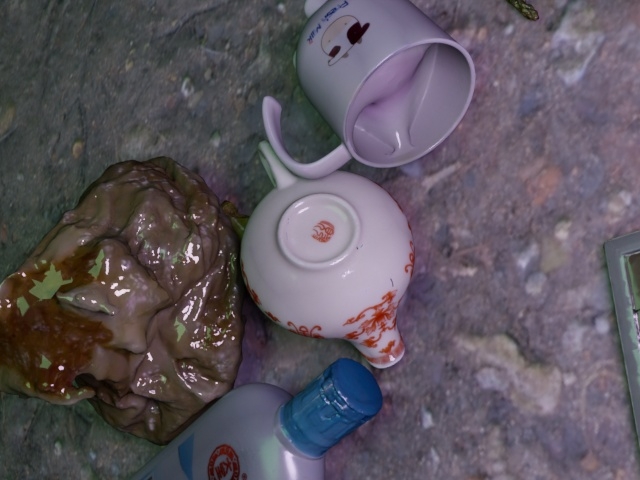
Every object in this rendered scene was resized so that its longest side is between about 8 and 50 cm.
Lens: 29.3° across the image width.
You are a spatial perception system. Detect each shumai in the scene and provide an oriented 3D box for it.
[{"bbox_3d":[-0.242,0.050,1.258,0.267,0.262,0.314,-25,65,46],"label":"shumai"}]

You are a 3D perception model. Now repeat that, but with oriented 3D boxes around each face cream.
[{"bbox_3d":[-0.070,0.228,1.189,0.336,0.080,0.163,-42,56,32],"label":"face cream"}]

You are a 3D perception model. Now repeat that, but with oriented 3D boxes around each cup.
[{"bbox_3d":[0.037,-0.144,1.121,0.142,0.134,0.174,51,126,39],"label":"cup"}]

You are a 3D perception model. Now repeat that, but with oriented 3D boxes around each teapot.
[{"bbox_3d":[0.000,0.000,1.128,0.159,0.116,0.246,-29,62,9],"label":"teapot"}]

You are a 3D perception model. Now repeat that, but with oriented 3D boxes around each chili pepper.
[{"bbox_3d":[-0.052,0.008,1.242,0.208,0.043,0.049,22,111,45],"label":"chili pepper"}]

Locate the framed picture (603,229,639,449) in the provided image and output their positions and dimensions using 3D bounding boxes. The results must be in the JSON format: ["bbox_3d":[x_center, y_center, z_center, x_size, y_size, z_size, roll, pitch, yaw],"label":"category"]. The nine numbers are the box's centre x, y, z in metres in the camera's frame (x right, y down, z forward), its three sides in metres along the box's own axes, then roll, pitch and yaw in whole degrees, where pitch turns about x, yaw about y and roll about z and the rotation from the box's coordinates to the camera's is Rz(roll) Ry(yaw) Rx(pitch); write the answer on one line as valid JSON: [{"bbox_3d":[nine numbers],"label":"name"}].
[{"bbox_3d":[0.325,0.110,0.866,0.231,0.018,0.293,-20,68,40],"label":"framed picture"}]

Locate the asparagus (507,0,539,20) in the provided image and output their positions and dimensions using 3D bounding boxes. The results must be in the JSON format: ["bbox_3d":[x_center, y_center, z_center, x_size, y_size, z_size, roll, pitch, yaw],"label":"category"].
[{"bbox_3d":[0.146,-0.240,1.113,0.016,0.013,0.166,-33,50,-14],"label":"asparagus"}]
